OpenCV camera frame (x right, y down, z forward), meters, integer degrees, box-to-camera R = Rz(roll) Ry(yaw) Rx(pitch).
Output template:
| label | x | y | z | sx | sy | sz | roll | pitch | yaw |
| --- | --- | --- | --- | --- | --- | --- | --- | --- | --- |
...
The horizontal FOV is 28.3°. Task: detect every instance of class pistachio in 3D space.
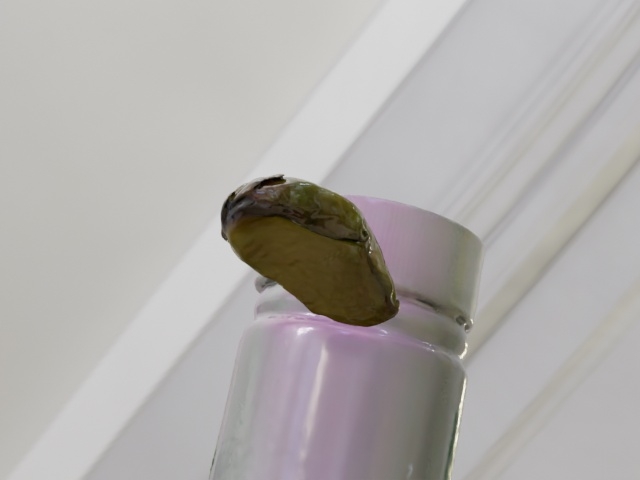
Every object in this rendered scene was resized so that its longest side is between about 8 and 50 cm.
| label | x | y | z | sx | sy | sz | roll | pitch | yaw |
| --- | --- | --- | --- | --- | --- | --- | --- | --- | --- |
| pistachio | 0.000 | 0.000 | 0.937 | 0.089 | 0.049 | 0.173 | -29 | -50 | 30 |

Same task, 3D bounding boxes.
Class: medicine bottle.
| label | x | y | z | sx | sy | sz | roll | pitch | yaw |
| --- | --- | --- | --- | --- | --- | --- | --- | --- | --- |
| medicine bottle | 0.022 | 0.143 | 1.139 | 0.212 | 0.212 | 0.325 | 32 | -116 | -54 |
